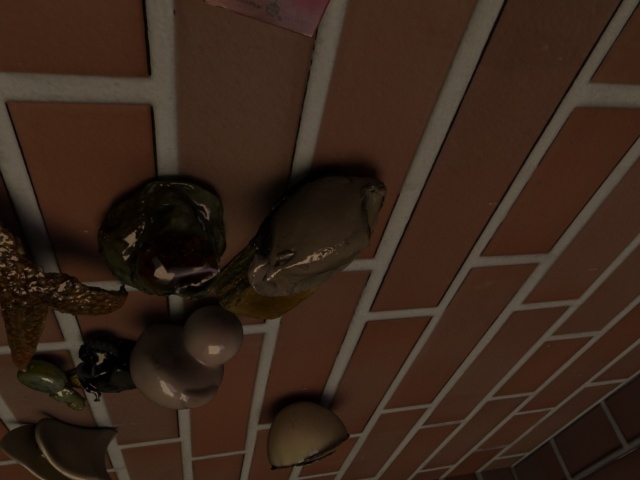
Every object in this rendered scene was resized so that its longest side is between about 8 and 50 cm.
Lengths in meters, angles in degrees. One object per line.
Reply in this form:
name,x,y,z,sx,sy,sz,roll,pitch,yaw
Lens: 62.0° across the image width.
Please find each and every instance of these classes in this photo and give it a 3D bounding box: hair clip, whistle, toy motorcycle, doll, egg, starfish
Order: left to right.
starfish,-0.515,0.057,0.900,0.384,0.132,0.398,-29,137,23
whistle,-0.620,0.338,1.251,0.104,0.057,0.198,-6,139,20
hair clip,-0.710,0.574,1.457,0.113,0.172,0.282,-37,128,15
toy motorcycle,-0.448,0.312,1.242,0.159,0.106,0.271,-39,129,24
doll,-0.274,0.238,1.147,0.221,0.221,0.251,-40,162,29
egg,-0.054,0.593,1.682,0.265,0.173,0.286,-19,168,2

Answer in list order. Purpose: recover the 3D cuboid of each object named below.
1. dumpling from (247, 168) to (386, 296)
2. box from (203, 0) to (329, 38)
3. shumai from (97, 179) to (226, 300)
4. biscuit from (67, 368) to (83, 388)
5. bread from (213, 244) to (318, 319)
dumpling,-0.011,-0.014,0.941,0.293,0.163,0.204,-39,174,-10
box,-0.055,-0.317,0.624,0.156,0.060,0.111,7,136,-26
shumai,-0.263,0.045,0.898,0.222,0.203,0.271,1,143,-16
biscuit,-0.575,0.338,1.305,0.084,0.023,0.084,-9,142,-7
bread,-0.110,0.086,1.075,0.196,0.102,0.138,-37,134,29
